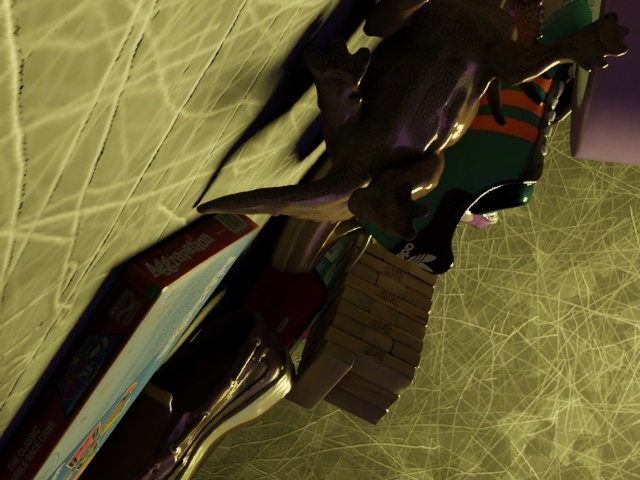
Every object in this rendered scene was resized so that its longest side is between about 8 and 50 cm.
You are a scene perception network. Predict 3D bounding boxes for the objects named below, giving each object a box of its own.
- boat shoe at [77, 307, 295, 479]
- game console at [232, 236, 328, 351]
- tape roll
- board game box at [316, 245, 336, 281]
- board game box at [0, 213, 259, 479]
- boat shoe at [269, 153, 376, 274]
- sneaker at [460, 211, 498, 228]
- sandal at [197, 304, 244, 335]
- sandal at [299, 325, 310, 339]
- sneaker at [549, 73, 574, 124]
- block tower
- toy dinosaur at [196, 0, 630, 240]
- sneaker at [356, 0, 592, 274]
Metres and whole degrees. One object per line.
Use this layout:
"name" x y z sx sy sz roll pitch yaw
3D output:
"boat shoe" -0.138 0.149 0.945 0.257 0.095 0.095 -42 137 -25
"game console" -0.026 0.050 1.116 0.085 0.124 0.144 -3 141 -40
"tape roll" 0.291 -0.206 1.015 0.275 0.090 0.274 7 90 -82
"board game box" -0.051 0.094 1.366 0.317 0.046 0.213 -50 176 10
"board game box" -0.148 0.104 0.724 0.281 0.027 0.145 -53 173 23
"boat shoe" 0.065 -0.070 1.016 0.285 0.089 0.104 -50 175 -13
"sneaker" 0.132 -0.063 1.377 0.104 0.095 0.236 -40 144 17
"sandal" -0.121 0.136 1.034 0.179 0.067 0.040 -58 170 -7
"sandal" 0.013 0.089 1.616 0.445 0.107 0.167 -50 175 -14
"sneaker" 0.216 -0.184 1.223 0.102 0.146 0.293 -53 174 21
"block tower" 0.062 0.025 1.107 0.091 0.097 0.335 -55 -170 46
"toy dinosaur" 0.061 -0.089 0.712 0.295 0.127 0.200 -45 -178 -3
"sneaker" 0.145 -0.092 0.940 0.302 0.121 0.108 -44 -178 -22
